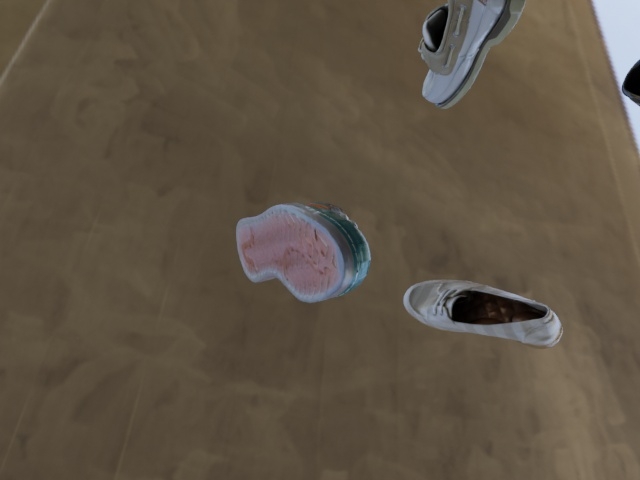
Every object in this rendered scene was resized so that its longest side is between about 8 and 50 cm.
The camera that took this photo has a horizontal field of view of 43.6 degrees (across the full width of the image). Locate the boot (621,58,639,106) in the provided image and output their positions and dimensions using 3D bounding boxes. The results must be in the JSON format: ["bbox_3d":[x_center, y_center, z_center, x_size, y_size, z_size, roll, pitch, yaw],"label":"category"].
[{"bbox_3d":[0.356,-0.069,0.639,0.161,0.083,0.246,24,-167,-30],"label":"boot"}]

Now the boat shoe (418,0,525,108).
[{"bbox_3d":[0.203,-0.310,1.215,0.104,0.302,0.113,13,-116,-8],"label":"boat shoe"}]

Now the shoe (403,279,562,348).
[{"bbox_3d":[0.207,0.087,1.055,0.219,0.058,0.076,10,-112,30],"label":"shoe"}]

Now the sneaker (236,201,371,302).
[{"bbox_3d":[0.000,0.000,0.914,0.121,0.302,0.108,-13,-82,-21],"label":"sneaker"}]
